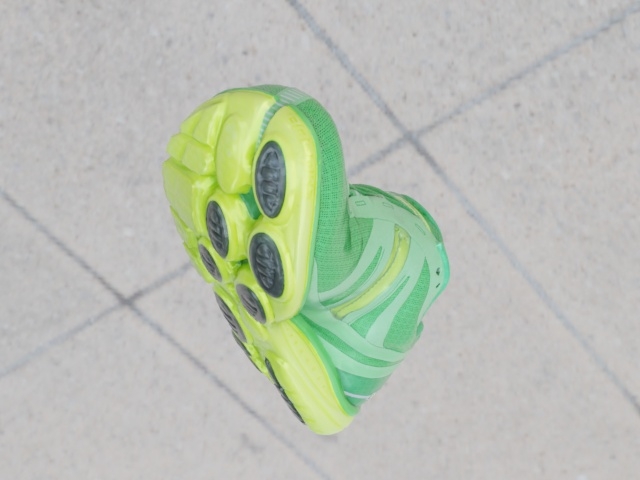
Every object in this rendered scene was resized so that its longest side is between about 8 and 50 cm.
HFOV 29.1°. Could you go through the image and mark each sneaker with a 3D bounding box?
[{"bbox_3d":[0.000,0.000,0.664,0.123,0.109,0.295,-39,154,-13],"label":"sneaker"}]
